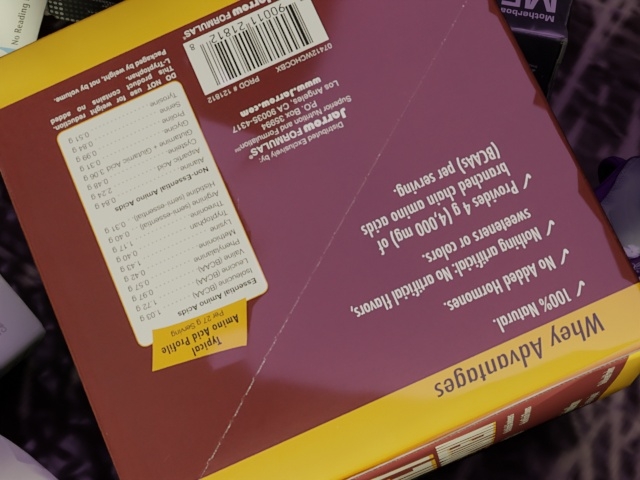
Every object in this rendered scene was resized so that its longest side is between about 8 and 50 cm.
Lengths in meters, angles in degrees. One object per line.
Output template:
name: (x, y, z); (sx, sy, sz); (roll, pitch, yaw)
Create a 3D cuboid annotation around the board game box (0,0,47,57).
board game box: (-0.205, -0.224, 0.654); (0.142, 0.144, 0.275); (5, 50, -23)

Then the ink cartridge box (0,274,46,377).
ink cartridge box: (-0.222, 0.049, 0.552); (0.175, 0.072, 0.127); (-41, 91, -23)

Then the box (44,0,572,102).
box: (0.006, -0.196, 0.741); (0.270, 0.060, 0.216); (10, 60, 2)

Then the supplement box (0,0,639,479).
supplement box: (0.000, 0.000, 0.535); (0.191, 0.129, 0.194); (-24, 75, 0)

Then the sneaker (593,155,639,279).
sneaker: (0.187, -0.014, 0.639); (0.223, 0.083, 0.098); (-14, 57, -11)

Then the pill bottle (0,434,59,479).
pill bottle: (-0.185, 0.194, 0.435); (0.162, 0.162, 0.278); (39, 58, 17)
